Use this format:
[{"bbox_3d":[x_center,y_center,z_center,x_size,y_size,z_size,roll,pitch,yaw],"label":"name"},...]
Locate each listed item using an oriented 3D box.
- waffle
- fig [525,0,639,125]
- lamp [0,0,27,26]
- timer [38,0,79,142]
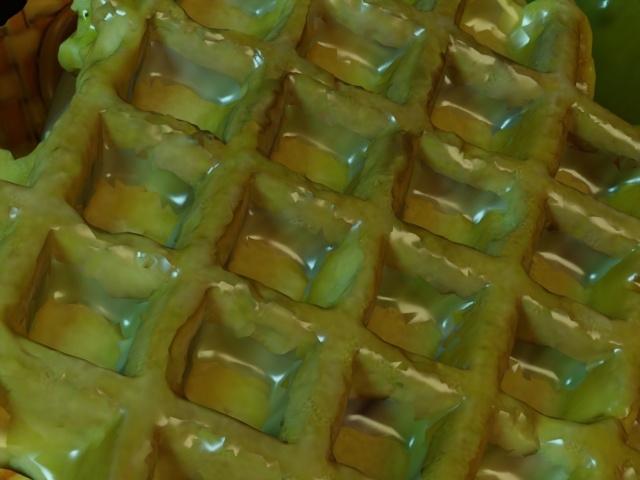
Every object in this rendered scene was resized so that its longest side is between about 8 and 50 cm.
[{"bbox_3d":[0.006,-0.005,0.497,0.281,0.058,0.301,43,48,8],"label":"waffle"},{"bbox_3d":[0.138,-0.102,0.821,0.203,0.225,0.203,2,84,-19],"label":"fig"},{"bbox_3d":[-0.169,-0.146,0.570,0.147,0.172,0.227,-30,110,-39],"label":"lamp"},{"bbox_3d":[0.003,-0.017,0.682,0.233,0.240,0.233,-2,93,-42],"label":"timer"}]
